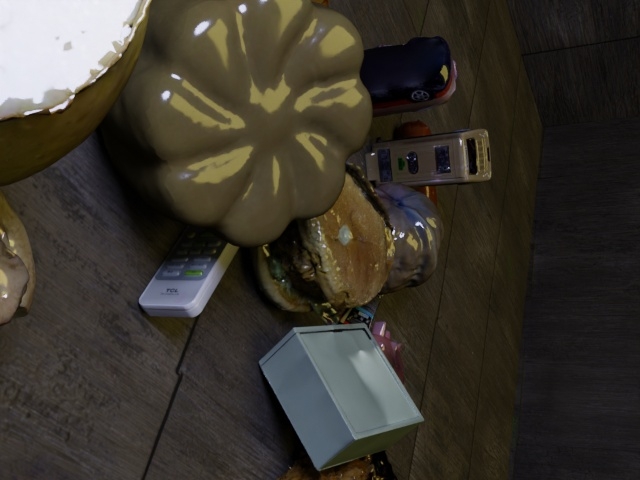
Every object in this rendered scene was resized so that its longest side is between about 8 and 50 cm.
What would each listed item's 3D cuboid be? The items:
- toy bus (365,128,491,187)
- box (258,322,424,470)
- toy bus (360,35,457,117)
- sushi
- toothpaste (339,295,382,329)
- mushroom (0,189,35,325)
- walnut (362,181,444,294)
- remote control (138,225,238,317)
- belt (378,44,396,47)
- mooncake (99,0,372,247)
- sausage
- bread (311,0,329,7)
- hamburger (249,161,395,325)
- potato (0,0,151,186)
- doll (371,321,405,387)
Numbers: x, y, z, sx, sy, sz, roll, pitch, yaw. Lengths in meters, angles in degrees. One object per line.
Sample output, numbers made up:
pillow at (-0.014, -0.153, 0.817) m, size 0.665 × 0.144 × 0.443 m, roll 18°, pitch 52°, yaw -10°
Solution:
toy bus at (0.255, -0.191, 1.785) m, size 0.157 × 0.289 × 0.140 m, roll -12°, pitch 100°, yaw -50°
box at (0.036, 0.281, 1.355) m, size 0.225 × 0.117 × 0.225 m, roll 5°, pitch 46°, yaw -52°
toy bus at (0.140, -0.337, 1.564) m, size 0.147 × 0.302 × 0.128 m, roll 22°, pitch 65°, yaw -64°
sushi at (0.045, 0.489, 1.379) m, size 0.348 × 0.234 × 0.208 m, roll -44°, pitch 126°, yaw -61°
toothpaste at (0.102, 0.152, 1.699) m, size 0.193 × 0.071 × 0.045 m, roll -54°, pitch 168°, yaw -55°
mushroom at (-0.374, 0.003, 0.673) m, size 0.253 × 0.195 × 0.189 m, roll -17°, pitch 99°, yaw -64°
walnut at (0.155, -0.001, 1.638) m, size 0.248 × 0.248 × 0.249 m, roll 11°, pitch 78°, yaw -61°
remote control at (-0.180, 0.018, 1.131) m, size 0.250 × 0.103 × 0.034 m, roll -63°, pitch 143°, yaw -42°
belt at (0.138, -0.433, 1.828) m, size 0.232 × 0.053 × 0.071 m, roll -46°, pitch 120°, yaw -54°
mooncake at (-0.106, -0.181, 1.016) m, size 0.378 × 0.200 × 0.379 m, roll -18°, pitch 124°, yaw -29°
sausage at (0.257, -0.149, 1.974) m, size 0.094 × 0.097 × 0.349 m, roll -13°, pitch 98°, yaw -69°
bread at (-0.108, -0.402, 1.146) m, size 0.270 × 0.269 × 0.148 m, roll 38°, pitch 45°, yaw -55°
hamburger at (0.000, 0.000, 1.375) m, size 0.318 × 0.195 × 0.277 m, roll 59°, pitch 41°, yaw -38°
potato at (-0.355, -0.232, 0.588) m, size 0.385 × 0.319 × 0.442 m, roll -30°, pitch 90°, yaw -25°
doll at (0.129, 0.292, 1.690) m, size 0.262 × 0.093 × 0.211 m, roll 48°, pitch 44°, yaw -43°
